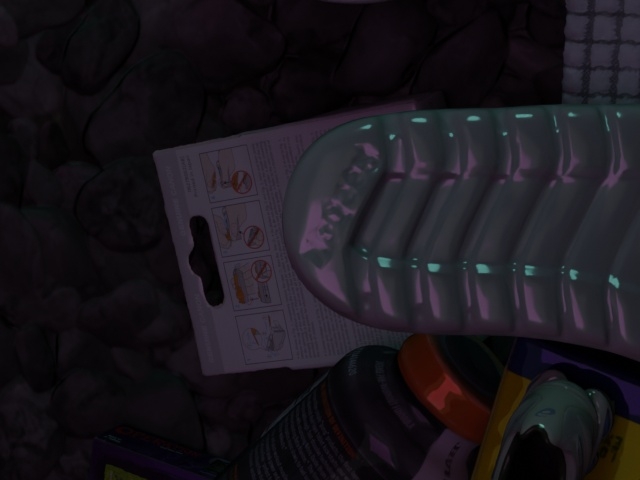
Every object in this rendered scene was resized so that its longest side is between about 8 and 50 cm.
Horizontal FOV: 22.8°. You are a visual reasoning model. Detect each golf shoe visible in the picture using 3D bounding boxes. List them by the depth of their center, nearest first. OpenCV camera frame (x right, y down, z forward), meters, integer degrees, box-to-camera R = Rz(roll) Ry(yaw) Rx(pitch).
[{"bbox_3d":[0.111,0.162,0.888,0.069,0.086,0.176,15,107,22],"label":"golf shoe"}]

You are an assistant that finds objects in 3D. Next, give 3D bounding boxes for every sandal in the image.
[{"bbox_3d":[0.188,-0.001,0.907,0.416,0.102,0.169,12,88,2],"label":"sandal"}]

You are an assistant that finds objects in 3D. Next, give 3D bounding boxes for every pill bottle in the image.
[{"bbox_3d":[0.022,0.160,1.077,0.245,0.130,0.130,-45,80,23],"label":"pill bottle"}]

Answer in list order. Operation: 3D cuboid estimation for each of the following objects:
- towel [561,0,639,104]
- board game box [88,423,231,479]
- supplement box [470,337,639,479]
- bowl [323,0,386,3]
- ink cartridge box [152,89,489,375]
[{"bbox_3d":[0.268,-0.165,0.926,0.235,0.121,0.284,7,119,16],"label":"towel"},{"bbox_3d":[-0.106,0.339,1.268,0.208,0.056,0.347,18,107,26],"label":"board game box"},{"bbox_3d":[0.193,0.230,1.019,0.194,0.195,0.357,22,108,21],"label":"supplement box"},{"bbox_3d":[0.044,-0.305,1.012,0.297,0.134,0.298,7,104,27],"label":"bowl"},{"bbox_3d":[0.000,0.000,1.150,0.224,0.056,0.181,-8,97,32],"label":"ink cartridge box"}]
